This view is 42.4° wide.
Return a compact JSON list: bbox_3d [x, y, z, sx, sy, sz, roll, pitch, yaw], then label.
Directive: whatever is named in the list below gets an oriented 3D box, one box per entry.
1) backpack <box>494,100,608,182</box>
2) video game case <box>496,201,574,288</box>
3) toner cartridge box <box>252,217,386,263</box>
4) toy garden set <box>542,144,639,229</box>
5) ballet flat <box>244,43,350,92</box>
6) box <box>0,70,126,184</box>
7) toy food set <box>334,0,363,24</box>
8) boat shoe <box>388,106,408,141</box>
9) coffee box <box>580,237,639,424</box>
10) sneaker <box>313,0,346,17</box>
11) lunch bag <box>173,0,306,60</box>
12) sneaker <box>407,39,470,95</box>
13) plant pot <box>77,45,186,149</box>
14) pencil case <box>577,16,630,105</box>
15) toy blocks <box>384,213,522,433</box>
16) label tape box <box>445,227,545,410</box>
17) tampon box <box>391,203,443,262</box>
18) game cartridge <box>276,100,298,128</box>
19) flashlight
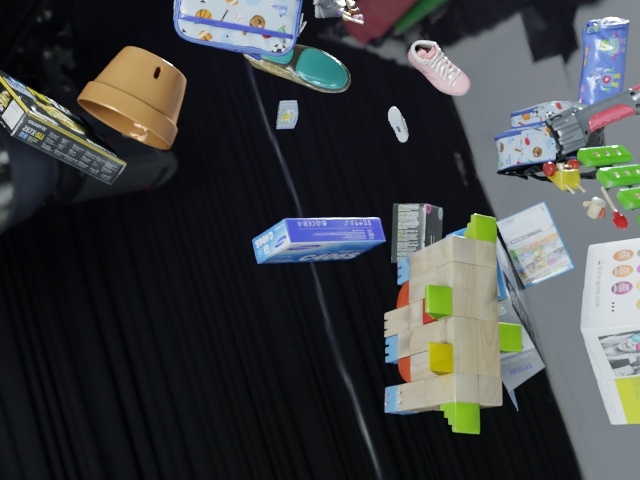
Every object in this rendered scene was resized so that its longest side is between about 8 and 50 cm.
[{"bbox_3d":[0.600,-0.259,2.203,0.276,0.213,0.263,2,-12,-44],"label":"backpack"},{"bbox_3d":[0.482,0.010,1.856,0.119,0.166,0.015,-24,-18,15],"label":"video game case"},{"bbox_3d":[0.000,0.000,2.307,0.347,0.075,0.165,-2,-20,-39],"label":"toner cartridge box"},{"bbox_3d":[0.562,-0.086,1.588,0.203,0.244,0.049,-8,-46,-20],"label":"toy garden set"},{"bbox_3d":[-0.071,-0.522,2.461,0.348,0.123,0.123,22,-8,5],"label":"ballet flat"},{"bbox_3d":[-0.668,-0.284,2.047,0.079,0.257,0.322,-53,-37,5],"label":"box"},{"bbox_3d":[0.072,-0.575,2.076,0.078,0.122,0.019,14,-51,-19],"label":"toy food set"},{"bbox_3d":[0.211,-0.314,2.211,0.035,0.100,0.035,-16,21,29],"label":"boat shoe"},{"bbox_3d":[0.856,0.215,2.035,0.334,0.338,0.338,-9,33,28],"label":"coffee box"},{"bbox_3d":[0.038,-0.816,2.740,0.115,0.105,0.281,4,0,2],"label":"sneaker"},{"bbox_3d":[-0.181,-0.544,1.892,0.303,0.243,0.115,8,16,-14],"label":"lunch bag"},{"bbox_3d":[0.216,-0.315,1.502,0.051,0.134,0.070,-51,-8,-3],"label":"sneaker"},{"bbox_3d":[-0.517,-0.416,2.365,0.290,0.203,0.291,25,-9,4],"label":"plant pot"},{"bbox_3d":[0.804,-0.484,2.374,0.133,0.306,0.119,0,18,-4],"label":"pencil case"},{"bbox_3d":[0.212,0.167,1.518,0.190,0.381,0.261,9,-18,-23],"label":"toy blocks"},{"bbox_3d":[0.385,0.158,1.737,0.106,0.241,0.334,-22,-53,18],"label":"label tape box"},{"bbox_3d":[0.263,-0.015,2.243,0.101,0.161,0.120,1,-3,30],"label":"tampon box"},{"bbox_3d":[-0.089,-0.343,2.257,0.056,0.017,0.083,-7,-50,-21],"label":"game cartridge"},{"bbox_3d":[0.692,-0.290,1.926,0.304,0.103,0.103,-24,32,4],"label":"flashlight"}]
